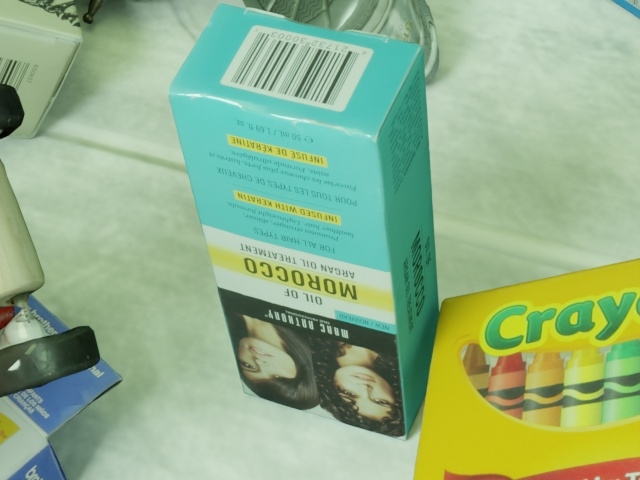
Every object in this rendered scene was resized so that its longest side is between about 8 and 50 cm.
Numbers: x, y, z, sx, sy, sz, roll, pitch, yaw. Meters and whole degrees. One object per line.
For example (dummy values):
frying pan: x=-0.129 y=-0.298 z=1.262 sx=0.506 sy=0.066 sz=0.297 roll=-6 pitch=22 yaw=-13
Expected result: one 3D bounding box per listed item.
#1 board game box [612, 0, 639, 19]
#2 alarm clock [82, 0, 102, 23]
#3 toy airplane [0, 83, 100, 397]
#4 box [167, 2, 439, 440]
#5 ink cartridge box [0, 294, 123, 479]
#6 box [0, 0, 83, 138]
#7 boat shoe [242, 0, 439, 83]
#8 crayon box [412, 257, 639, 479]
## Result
board game box: x=0.232 y=-0.327 z=1.069 sx=0.302 sy=0.086 sz=0.308 roll=-36 pitch=55 yaw=-20
alarm clock: x=-0.115 y=-0.245 z=1.005 sx=0.192 sy=0.064 sz=0.129 roll=-40 pitch=45 yaw=26
toy airplane: x=-0.307 y=0.047 z=0.595 sx=0.272 sy=0.384 sz=0.386 roll=-19 pitch=42 yaw=29
box: x=0.000 y=0.000 z=0.732 sx=0.100 sy=0.244 sz=0.060 roll=14 pitch=55 yaw=18
ink cartridge box: x=-0.271 y=0.131 z=0.781 sx=0.186 sy=0.065 sz=0.311 roll=37 pitch=67 yaw=29
box: x=-0.243 y=-0.199 z=0.997 sx=0.113 sy=0.094 sz=0.275 roll=9 pitch=43 yaw=-32
boat shoe: x=-0.015 y=-0.222 z=1.016 sx=0.118 sy=0.103 sz=0.320 roll=-46 pitch=46 yaw=18
crayon box: x=0.144 y=0.114 z=0.682 sx=0.202 sy=0.081 sz=0.318 roll=-15 pitch=44 yaw=30
